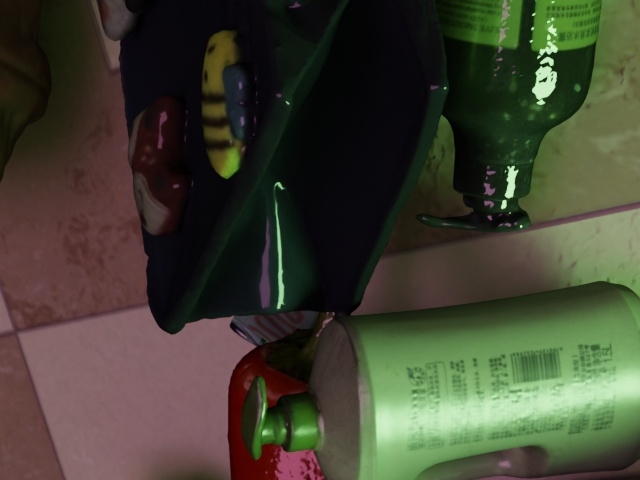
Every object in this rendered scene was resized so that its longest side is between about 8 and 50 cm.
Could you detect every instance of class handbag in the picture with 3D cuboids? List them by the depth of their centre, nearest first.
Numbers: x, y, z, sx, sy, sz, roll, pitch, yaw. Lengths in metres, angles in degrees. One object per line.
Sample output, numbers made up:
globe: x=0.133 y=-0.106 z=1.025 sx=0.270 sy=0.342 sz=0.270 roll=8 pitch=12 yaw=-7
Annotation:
handbag: x=-0.041 y=-0.138 z=0.777 sx=0.329 sy=0.122 sz=0.303 roll=116 pitch=145 yaw=-65

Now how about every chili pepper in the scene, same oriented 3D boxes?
chili pepper: x=0.005 y=0.124 z=0.964 sx=0.134 sy=0.131 sz=0.338 roll=-12 pitch=99 yaw=-8

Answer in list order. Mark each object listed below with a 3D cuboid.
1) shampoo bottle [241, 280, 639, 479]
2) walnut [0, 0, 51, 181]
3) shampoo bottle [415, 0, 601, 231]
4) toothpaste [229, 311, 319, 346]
shampoo bottle: x=0.068 y=0.090 z=0.857 sx=0.087 sy=0.234 sz=0.118 roll=-126 pitch=35 yaw=-56
walnut: x=-0.299 y=-0.124 z=1.015 sx=0.273 sy=0.273 sz=0.227 roll=-12 pitch=131 yaw=33
shampoo bottle: x=0.105 y=-0.138 z=0.842 sx=0.101 sy=0.101 sz=0.284 roll=14 pitch=112 yaw=27
toothpaste: x=0.000 y=0.000 z=0.991 sx=0.056 sy=0.036 sz=0.205 roll=38 pitch=125 yaw=14
